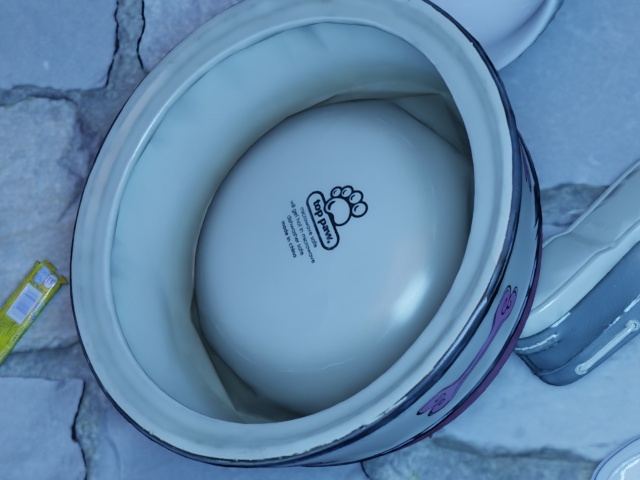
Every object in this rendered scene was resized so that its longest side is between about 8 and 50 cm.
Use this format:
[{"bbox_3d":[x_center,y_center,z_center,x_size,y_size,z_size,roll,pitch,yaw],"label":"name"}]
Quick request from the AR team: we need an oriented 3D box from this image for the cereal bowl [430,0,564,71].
[{"bbox_3d":[0.082,-0.308,1.325,0.339,0.339,0.141,26,45,17],"label":"cereal bowl"}]

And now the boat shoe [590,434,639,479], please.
[{"bbox_3d":[0.325,0.174,1.248,0.226,0.076,0.083,-18,73,8],"label":"boat shoe"}]

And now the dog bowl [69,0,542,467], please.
[{"bbox_3d":[0.000,0.000,1.276,0.408,0.150,0.408,-12,65,27],"label":"dog bowl"}]

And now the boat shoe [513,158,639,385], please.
[{"bbox_3d":[0.287,0.003,1.307,0.319,0.116,0.099,-36,115,-5],"label":"boat shoe"}]

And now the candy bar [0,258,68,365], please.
[{"bbox_3d":[-0.293,0.088,1.437,0.040,0.018,0.161,36,86,15],"label":"candy bar"}]
